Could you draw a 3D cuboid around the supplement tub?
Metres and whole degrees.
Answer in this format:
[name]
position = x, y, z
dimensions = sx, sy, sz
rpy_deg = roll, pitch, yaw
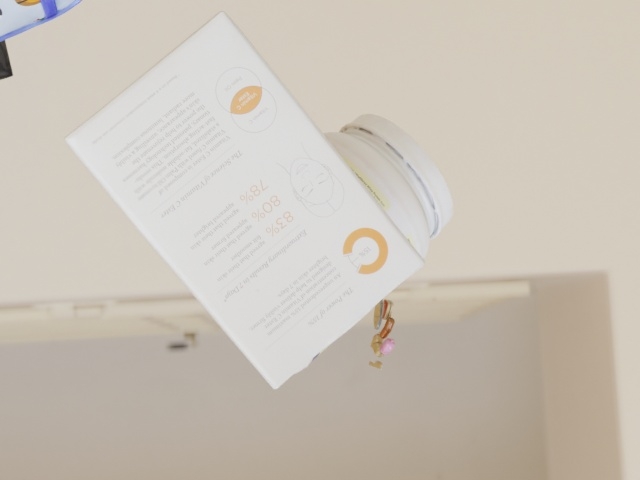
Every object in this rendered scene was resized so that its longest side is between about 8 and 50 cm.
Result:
[supplement tub]
position = 0.000, 0.000, 1.634
dimensions = 0.235, 0.325, 0.235
rpy_deg = 43, -20, 20

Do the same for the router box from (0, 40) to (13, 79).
[router box]
position = -0.570, -0.288, 1.516
dimensions = 0.081, 0.308, 0.243
rpy_deg = 28, -48, 48

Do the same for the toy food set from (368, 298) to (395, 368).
[toy food set]
position = 0.107, 0.151, 1.979
dimensions = 0.078, 0.019, 0.122
rpy_deg = -173, -88, -71

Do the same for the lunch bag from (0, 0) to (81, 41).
[lunch bag]
position = -0.294, -0.258, 0.904
dimensions = 0.115, 0.243, 0.303
rpy_deg = 61, -12, 19

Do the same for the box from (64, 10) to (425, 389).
[box]
position = -0.087, -0.045, 1.311
dimensions = 0.345, 0.215, 0.168
rpy_deg = 51, -6, -10
